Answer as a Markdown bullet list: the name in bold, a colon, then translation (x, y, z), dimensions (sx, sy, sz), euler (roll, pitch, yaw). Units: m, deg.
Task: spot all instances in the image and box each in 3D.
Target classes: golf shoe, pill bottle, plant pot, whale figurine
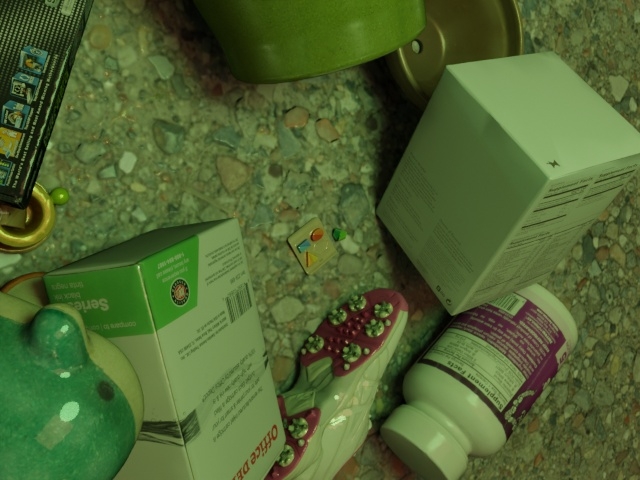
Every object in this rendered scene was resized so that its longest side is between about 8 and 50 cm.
- **golf shoe**: translation (0.028, 0.205, 0.930), dimensions (0.306, 0.115, 0.140), euler (-52, 130, -15)
- **pill bottle**: translation (0.228, 0.204, 1.004), dimensions (0.301, 0.169, 0.169), euler (-45, 114, -21)
- **plant pot**: translation (-0.034, -0.372, 0.737), dimensions (0.366, 0.366, 0.353), euler (-31, 120, -27)
- **plant pot**: translation (0.168, -0.283, 0.976), dimensions (0.237, 0.109, 0.237), euler (-1, 92, -31)
- **whale figurine**: translation (-0.278, 0.121, 0.559), dimensions (0.272, 0.216, 0.141), euler (49, 28, -20)

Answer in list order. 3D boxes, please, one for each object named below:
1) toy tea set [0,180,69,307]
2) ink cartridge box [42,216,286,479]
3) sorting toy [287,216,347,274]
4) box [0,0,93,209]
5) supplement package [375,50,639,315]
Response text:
- **toy tea set**: translation (-0.379, 0.060, 0.647), dimensions (0.336, 0.124, 0.200), euler (-22, 104, -29)
- **ink cartridge box**: translation (-0.151, 0.141, 0.739), dimensions (0.211, 0.121, 0.289), euler (-36, 116, -68)
- **sorting toy**: translation (0.000, 0.000, 0.944), dimensions (0.083, 0.012, 0.062), euler (-39, 111, -24)
- **box**: translation (-0.352, -0.187, 0.653), dimensions (0.216, 0.060, 0.270), euler (17, 81, -17)
- **supplement package**: translation (0.240, -0.075, 0.906), dimensions (0.198, 0.263, 0.199), euler (-15, 57, -30)
